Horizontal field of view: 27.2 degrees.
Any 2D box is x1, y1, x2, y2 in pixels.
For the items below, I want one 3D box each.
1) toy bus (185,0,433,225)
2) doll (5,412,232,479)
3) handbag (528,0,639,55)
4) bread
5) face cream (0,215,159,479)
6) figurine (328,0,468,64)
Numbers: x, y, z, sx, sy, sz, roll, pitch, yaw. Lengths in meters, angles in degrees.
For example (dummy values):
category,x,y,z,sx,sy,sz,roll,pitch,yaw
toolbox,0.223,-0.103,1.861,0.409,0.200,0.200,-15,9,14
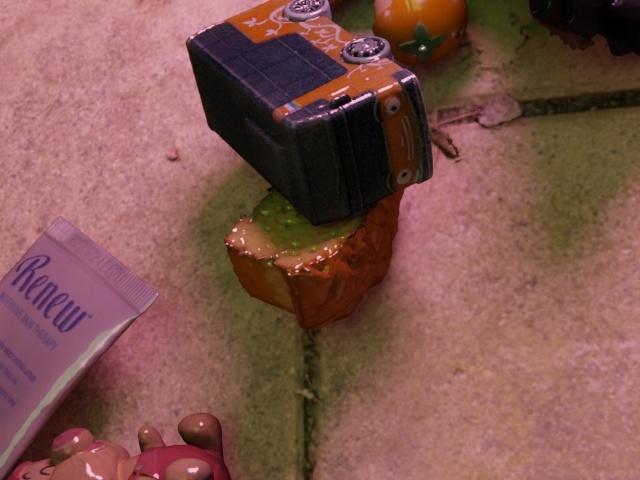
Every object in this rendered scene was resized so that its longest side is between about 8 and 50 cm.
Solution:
category,x,y,z,sx,sy,sz,roll,pitch,yaw
toy bus,-0.015,-0.143,1.379,0.167,0.138,0.275,-26,39,-18
doll,-0.221,0.269,1.380,0.256,0.196,0.152,-13,73,6
handbag,0.267,-0.352,1.348,0.122,0.303,0.329,-18,70,43
bread,0.000,0.000,1.405,0.143,0.139,0.229,21,46,23
face cream,-0.371,0.177,1.479,0.420,0.137,0.235,-51,43,-7
figurine,0.108,-0.301,1.478,0.324,0.124,0.222,-18,74,14
